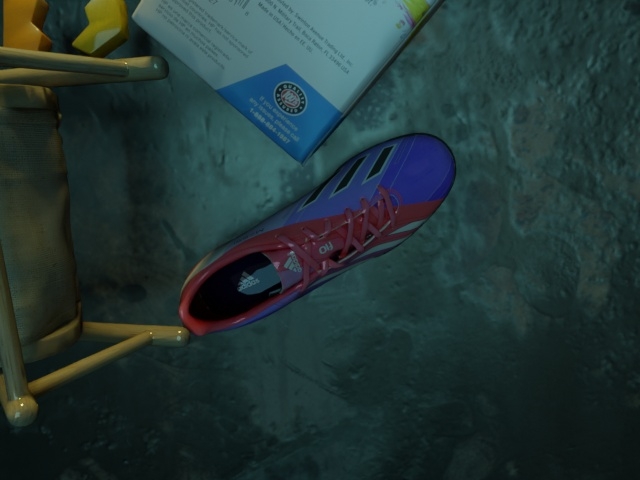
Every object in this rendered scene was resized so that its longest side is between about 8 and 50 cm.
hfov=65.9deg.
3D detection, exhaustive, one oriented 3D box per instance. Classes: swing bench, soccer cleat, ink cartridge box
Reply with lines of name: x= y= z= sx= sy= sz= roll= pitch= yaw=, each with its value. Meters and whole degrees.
swing bench: x=-0.265 y=-0.021 z=0.426 sx=0.254 sy=0.165 sz=0.253 roll=4 pitch=103 yaw=32
soccer cleat: x=0.000 y=0.000 z=0.496 sx=0.318 sy=0.116 sz=0.109 roll=-29 pitch=99 yaw=7
ink cartridge box: x=0.005 y=-0.216 z=0.413 sx=0.171 sy=0.168 sz=0.233 roll=41 pitch=107 yaw=-6

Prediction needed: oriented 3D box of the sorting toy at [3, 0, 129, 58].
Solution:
sorting toy: x=-0.212 y=-0.314 z=0.441 sx=0.229 sy=0.041 sz=0.307 roll=-2 pitch=88 yaw=1
